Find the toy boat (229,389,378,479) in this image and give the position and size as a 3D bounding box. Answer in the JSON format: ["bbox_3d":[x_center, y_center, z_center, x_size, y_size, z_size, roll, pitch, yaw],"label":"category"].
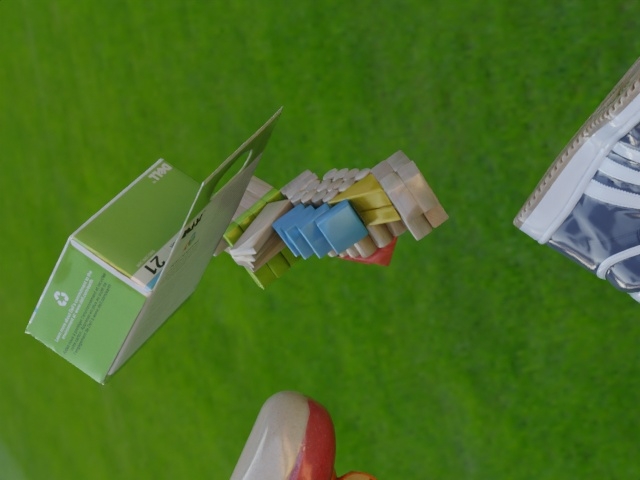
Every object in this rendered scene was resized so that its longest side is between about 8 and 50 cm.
[{"bbox_3d":[-0.005,0.238,1.528,0.231,0.151,0.151,71,-138,-82],"label":"toy boat"}]

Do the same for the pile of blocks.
[{"bbox_3d":[0.000,0.000,1.725,0.362,0.149,0.113,-7,126,49],"label":"pile of blocks"}]

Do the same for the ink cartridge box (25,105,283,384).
[{"bbox_3d":[-0.152,-0.019,1.447,0.097,0.189,0.255,33,124,6],"label":"ink cartridge box"}]

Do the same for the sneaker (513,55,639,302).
[{"bbox_3d":[0.259,-0.049,1.096,0.153,0.099,0.282,37,147,3],"label":"sneaker"}]
